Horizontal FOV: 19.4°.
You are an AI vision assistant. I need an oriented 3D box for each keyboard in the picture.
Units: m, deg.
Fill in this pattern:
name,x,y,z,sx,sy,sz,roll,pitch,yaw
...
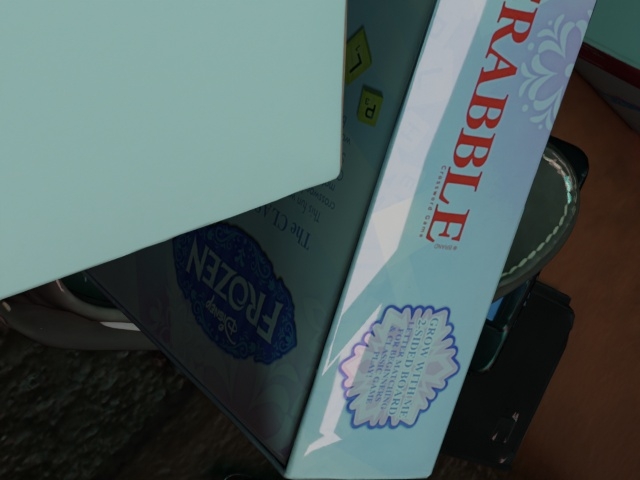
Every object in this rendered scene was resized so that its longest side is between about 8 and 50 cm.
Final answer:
name,x,y,z,sx,sy,sz,roll,pitch,yaw
keyboard,0.024,0.087,1.099,0.317,0.033,0.201,23,93,-46

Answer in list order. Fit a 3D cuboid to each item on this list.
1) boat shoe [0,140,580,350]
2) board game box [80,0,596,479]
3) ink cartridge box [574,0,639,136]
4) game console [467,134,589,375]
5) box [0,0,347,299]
name,x,y,z,sx,sy,sz,roll,pitch,yaw
boat shoe,0.000,0.000,0.915,0.335,0.095,0.112,-7,94,-25
board game box,-0.021,-0.127,0.682,0.066,0.318,0.318,6,110,-35
ink cartridge box,0.226,-0.123,1.073,0.128,0.127,0.176,-54,137,-1
game console,0.063,-0.019,1.009,0.144,0.124,0.085,-63,165,-11
box,-0.158,-0.155,0.549,0.168,0.345,0.215,-20,128,-32
